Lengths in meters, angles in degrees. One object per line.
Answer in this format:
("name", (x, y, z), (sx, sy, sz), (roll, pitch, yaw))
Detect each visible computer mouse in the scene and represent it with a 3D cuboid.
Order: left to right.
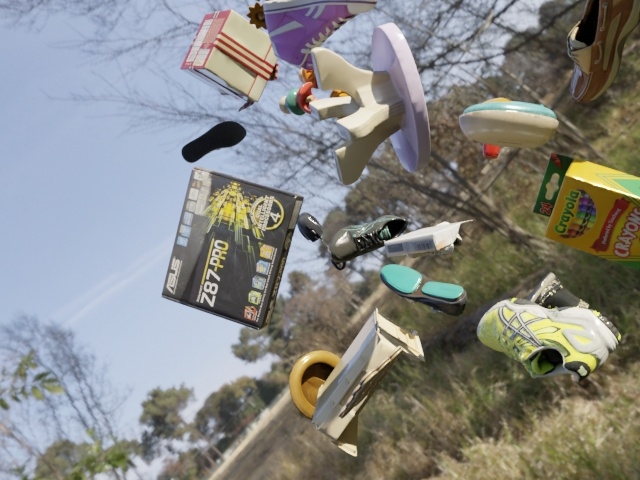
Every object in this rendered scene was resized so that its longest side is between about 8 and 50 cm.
("computer mouse", (0.000, 0.000, 2.050), (0.071, 0.242, 0.041), (-46, -25, 10))

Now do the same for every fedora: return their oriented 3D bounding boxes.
("fedora", (-0.011, 0.383, 1.698), (0.194, 0.194, 0.079), (-43, 15, -30))

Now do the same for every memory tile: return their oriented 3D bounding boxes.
("memory tile", (0.085, 0.242, 1.100), (0.113, 0.012, 0.148), (-31, -24, -40))

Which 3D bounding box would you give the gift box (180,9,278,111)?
("gift box", (-0.306, -0.606, 2.217), (0.258, 0.255, 0.276), (25, -87, -35))

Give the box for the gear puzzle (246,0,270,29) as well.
("gear puzzle", (-0.105, -0.725, 1.782), (0.339, 0.176, 0.044), (-53, 22, 43))

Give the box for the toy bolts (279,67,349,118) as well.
("toy bolts", (-0.024, -0.472, 2.131), (0.159, 0.218, 0.228), (0, 37, 49))

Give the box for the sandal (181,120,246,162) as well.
("sandal", (-0.399, -0.370, 2.390), (0.255, 0.097, 0.054), (-25, 4, -11))

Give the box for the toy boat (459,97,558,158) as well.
("toy boat", (0.528, -0.340, 1.870), (0.318, 0.268, 0.148), (73, -156, -85))

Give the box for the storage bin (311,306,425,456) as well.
("storage bin", (0.108, 0.314, 1.473), (0.262, 0.123, 0.260), (-56, 1, 8))

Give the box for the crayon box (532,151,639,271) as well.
("crayon box", (0.658, -0.062, 1.493), (0.081, 0.319, 0.202), (-50, -27, -37))

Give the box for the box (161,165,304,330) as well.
("box", (-0.251, 0.018, 1.826), (0.097, 0.318, 0.394), (-9, -64, -75))

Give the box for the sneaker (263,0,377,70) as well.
("sneaker", (0.007, -0.460, 1.409), (0.102, 0.282, 0.161), (-27, -65, -48))

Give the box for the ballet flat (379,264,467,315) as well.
("ballet flat", (0.211, 0.109, 1.328), (0.074, 0.203, 0.074), (-21, -61, -44))

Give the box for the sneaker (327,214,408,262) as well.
("sneaker", (0.145, -0.014, 1.945), (0.267, 0.101, 0.106), (-26, 7, -19))

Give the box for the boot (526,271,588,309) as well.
("boot", (0.792, 0.238, 2.188), (0.236, 0.179, 0.085), (-45, -12, -28))

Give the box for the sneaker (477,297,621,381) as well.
("sneaker", (0.485, 0.231, 1.481), (0.147, 0.145, 0.385), (-44, 13, -23))

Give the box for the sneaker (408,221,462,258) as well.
("sneaker", (0.400, 0.012, 2.215), (0.232, 0.115, 0.090), (-25, -42, -30))

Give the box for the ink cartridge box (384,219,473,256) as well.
("ink cartridge box", (0.260, -0.005, 1.525), (0.145, 0.045, 0.179), (-10, 2, 44))

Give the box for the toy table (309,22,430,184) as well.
("toy table", (0.087, -0.236, 1.171), (0.161, 0.274, 0.252), (-19, 14, -9))

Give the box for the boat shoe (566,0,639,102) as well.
("boat shoe", (0.623, -0.458, 1.468), (0.120, 0.122, 0.324), (-6, -37, -4))
